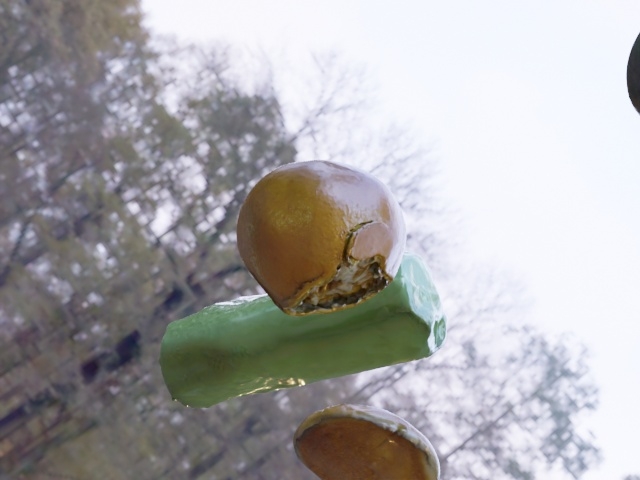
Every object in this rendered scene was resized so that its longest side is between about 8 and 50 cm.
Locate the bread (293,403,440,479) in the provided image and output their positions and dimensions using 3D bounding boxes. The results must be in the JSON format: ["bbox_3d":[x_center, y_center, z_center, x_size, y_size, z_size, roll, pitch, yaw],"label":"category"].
[{"bbox_3d":[0.032,0.156,0.850,0.110,0.024,0.110,12,-46,13],"label":"bread"}]

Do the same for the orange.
[{"bbox_3d":[0.000,0.000,1.057,0.155,0.155,0.134,138,-44,-70],"label":"orange"}]

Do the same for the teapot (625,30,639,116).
[{"bbox_3d":[0.393,-0.134,1.062,0.203,0.171,0.225,-59,-156,31],"label":"teapot"}]

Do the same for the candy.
[{"bbox_3d":[-0.022,0.110,1.389,0.142,0.344,0.132,-53,123,-67],"label":"candy"}]
